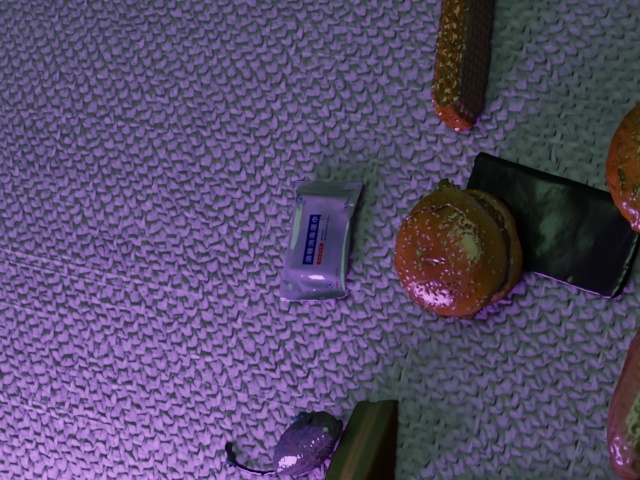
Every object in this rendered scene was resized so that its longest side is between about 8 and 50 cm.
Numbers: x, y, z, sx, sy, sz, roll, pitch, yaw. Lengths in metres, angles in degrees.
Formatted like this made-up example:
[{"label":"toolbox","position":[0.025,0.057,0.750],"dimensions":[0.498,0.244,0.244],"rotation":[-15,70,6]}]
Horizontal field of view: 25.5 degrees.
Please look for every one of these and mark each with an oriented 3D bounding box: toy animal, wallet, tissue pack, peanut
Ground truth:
[{"label":"toy animal","position":[-0.052,0.312,2.085],"dimensions":[0.253,0.070,0.079],"rotation":[-30,34,44]},{"label":"wallet","position":[0.318,-0.022,1.985],"dimensions":[0.285,0.030,0.146],"rotation":[20,85,34]},{"label":"tissue pack","position":[0.000,0.000,2.174],"dimensions":[0.123,0.026,0.193],"rotation":[1,76,32]},{"label":"peanut","position":[0.429,0.201,1.809],"dimensions":[0.108,0.095,0.226],"rotation":[19,87,31]}]

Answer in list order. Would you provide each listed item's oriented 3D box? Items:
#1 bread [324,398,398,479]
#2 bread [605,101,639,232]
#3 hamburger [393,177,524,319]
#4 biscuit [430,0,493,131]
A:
[{"label":"bread","position":[0.059,0.289,2.016],"dimensions":[0.074,0.084,0.139],"rotation":[-4,73,33]},{"label":"bread","position":[0.490,-0.100,1.836],"dimensions":[0.240,0.139,0.240],"rotation":[-10,70,29]},{"label":"hamburger","position":[0.184,0.021,1.983],"dimensions":[0.191,0.118,0.182],"rotation":[-45,63,34]},{"label":"biscuit","position":[0.220,-0.353,2.109],"dimensions":[0.054,0.094,0.378],"rotation":[0,76,32]}]
